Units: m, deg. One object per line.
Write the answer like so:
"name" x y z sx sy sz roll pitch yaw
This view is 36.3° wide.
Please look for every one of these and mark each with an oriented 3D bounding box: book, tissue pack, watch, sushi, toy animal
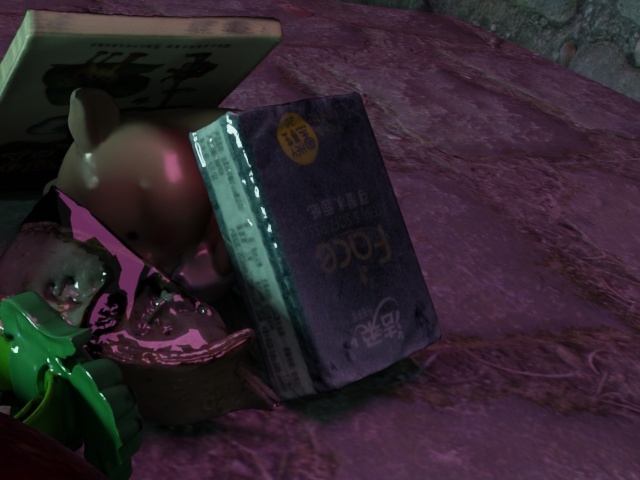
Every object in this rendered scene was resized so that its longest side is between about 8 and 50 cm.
"book" -0.234 -0.133 1.030 0.260 0.043 0.371 -7 -15 -34
"tissue pack" 0.000 0.000 0.909 0.081 0.257 0.185 -20 -2 43
"watch" -0.224 0.122 0.666 0.152 0.131 0.165 -24 42 -39
"sushi" -0.170 0.089 0.795 0.273 0.134 0.109 34 41 12
"toy animal" -0.135 -0.034 1.011 0.256 0.195 0.213 -8 66 -32

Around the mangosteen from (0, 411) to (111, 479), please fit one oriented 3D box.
"mangosteen" -0.156 0.192 0.336 0.300 0.300 0.300 11 23 -5
